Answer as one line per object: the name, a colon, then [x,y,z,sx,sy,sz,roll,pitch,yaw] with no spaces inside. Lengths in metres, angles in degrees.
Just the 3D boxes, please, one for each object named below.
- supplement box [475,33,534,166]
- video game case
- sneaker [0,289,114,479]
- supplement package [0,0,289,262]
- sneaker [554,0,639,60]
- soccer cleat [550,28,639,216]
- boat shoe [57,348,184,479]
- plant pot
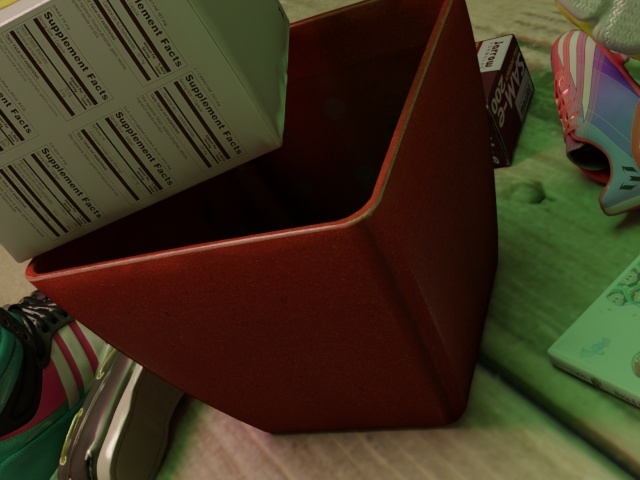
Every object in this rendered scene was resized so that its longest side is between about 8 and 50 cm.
supplement box: [0.085,-0.126,0.943,0.239,0.073,0.130,-7,40,31]
video game case: [0.256,0.052,0.618,0.157,0.019,0.143,-42,34,-16]
sneaker: [-0.272,0.078,0.822,0.124,0.178,0.295,-13,46,25]
supplement package: [-0.145,-0.128,0.624,0.203,0.149,0.194,-22,34,16]
sneaker: [0.282,-0.193,0.778,0.091,0.240,0.126,-59,9,17]
soccer cleat: [0.239,-0.111,0.798,0.095,0.083,0.248,-31,35,9]
boat shoe: [-0.156,0.117,0.802,0.068,0.081,0.228,-5,43,28]
plant pot: [0.000,0.000,0.693,0.267,0.236,0.267,-9,40,30]
